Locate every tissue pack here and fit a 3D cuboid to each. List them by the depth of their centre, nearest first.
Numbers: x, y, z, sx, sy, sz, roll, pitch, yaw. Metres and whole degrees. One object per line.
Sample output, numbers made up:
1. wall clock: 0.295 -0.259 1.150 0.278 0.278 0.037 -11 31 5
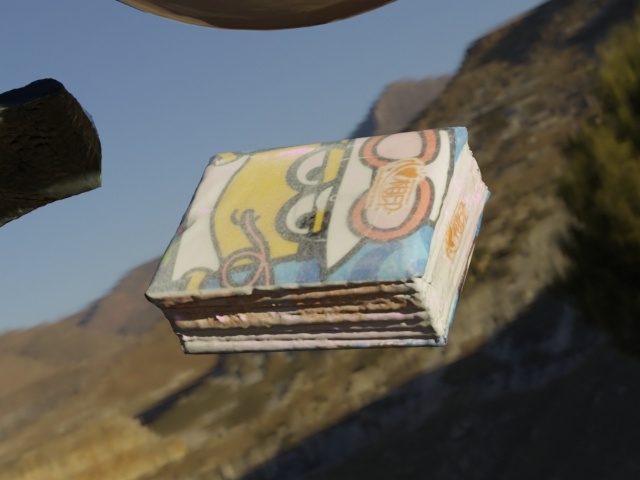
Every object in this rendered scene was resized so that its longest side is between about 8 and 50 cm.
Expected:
1. tissue pack: 0.000 0.000 0.792 0.155 0.065 0.115 -6 42 26

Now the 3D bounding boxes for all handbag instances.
1. handbag: -0.330 -0.075 1.441 0.270 0.089 0.175 -23 -18 13

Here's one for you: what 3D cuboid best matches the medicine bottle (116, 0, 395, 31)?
1. medicine bottle: -0.021 -0.210 0.539 0.236 0.236 0.406 -24 30 15
